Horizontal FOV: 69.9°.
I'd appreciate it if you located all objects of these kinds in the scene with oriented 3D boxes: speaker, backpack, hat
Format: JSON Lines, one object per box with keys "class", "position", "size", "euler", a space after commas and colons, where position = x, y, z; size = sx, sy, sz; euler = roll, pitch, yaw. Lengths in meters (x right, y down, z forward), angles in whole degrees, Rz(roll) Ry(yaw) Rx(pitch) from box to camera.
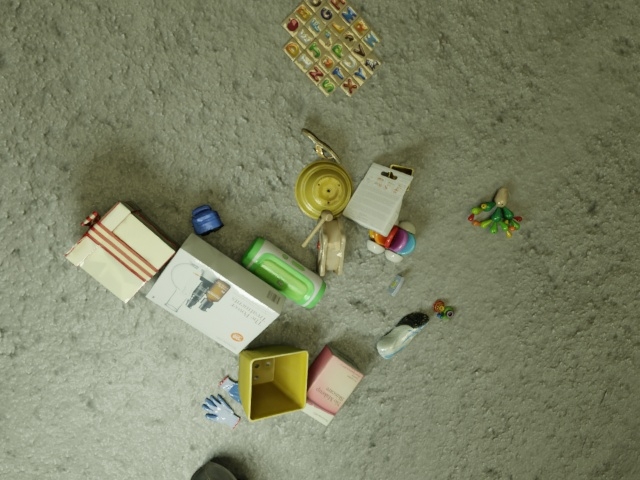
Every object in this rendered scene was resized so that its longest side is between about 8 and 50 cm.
{"class": "speaker", "position": [-0.129, 0.115, 1.611], "size": [0.297, 0.131, 0.131], "euler": [36, 90, -12]}
{"class": "backpack", "position": [-0.390, -0.066, 1.544], "size": [0.098, 0.120, 0.101], "euler": [-28, 101, -5]}
{"class": "hat", "position": [-0.326, 0.937, 1.641], "size": [0.134, 0.332, 0.331], "euler": [4, 98, -49]}

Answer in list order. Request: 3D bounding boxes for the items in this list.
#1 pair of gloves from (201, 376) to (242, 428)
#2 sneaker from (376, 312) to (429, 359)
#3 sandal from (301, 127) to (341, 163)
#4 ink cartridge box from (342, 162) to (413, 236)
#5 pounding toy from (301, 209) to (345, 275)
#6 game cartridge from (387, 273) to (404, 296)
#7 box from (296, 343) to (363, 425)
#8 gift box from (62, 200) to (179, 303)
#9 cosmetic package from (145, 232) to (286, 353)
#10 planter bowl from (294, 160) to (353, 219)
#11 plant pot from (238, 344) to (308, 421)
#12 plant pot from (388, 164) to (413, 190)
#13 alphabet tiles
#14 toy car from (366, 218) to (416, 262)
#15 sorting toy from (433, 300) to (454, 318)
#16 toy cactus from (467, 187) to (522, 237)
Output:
{"class": "pair of gloves", "position": [-0.329, 0.592, 1.686], "size": [0.159, 0.023, 0.198], "euler": [39, 90, -14]}
{"class": "sneaker", "position": [0.319, 0.363, 1.753], "size": [0.237, 0.085, 0.086], "euler": [-35, 128, -8]}
{"class": "sandal", "position": [-0.002, -0.325, 1.613], "size": [0.180, 0.072, 0.049], "euler": [36, 105, -11]}
{"class": "ink cartridge box", "position": [0.208, -0.148, 1.625], "size": [0.224, 0.181, 0.056], "euler": [-59, 146, -6]}
{"class": "pounding toy", "position": [0.000, 0.000, 1.619], "size": [0.155, 0.154, 0.269], "euler": [0, 116, -10]}
{"class": "game cartridge", "position": [0.285, 0.169, 1.728], "size": [0.017, 0.056, 0.083], "euler": [30, 90, -20]}
{"class": "box", "position": [0.024, 0.529, 1.688], "size": [0.149, 0.127, 0.232], "euler": [36, 89, -13]}
{"class": "gift box", "position": [-0.635, 0.033, 1.442], "size": [0.258, 0.255, 0.276], "euler": [45, 79, -13]}
{"class": "cosmetic package", "position": [-0.349, 0.188, 1.526], "size": [0.377, 0.097, 0.284], "euler": [36, 126, -12]}
{"class": "planter bowl", "position": [0.022, -0.176, 1.621], "size": [0.217, 0.090, 0.217], "euler": [-1, 97, -11]}
{"class": "plant pot", "position": [-0.183, 0.468, 1.595], "size": [0.212, 0.187, 0.212], "euler": [-1, 98, -31]}
{"class": "plant pot", "position": [0.287, -0.224, 1.662], "size": [0.081, 0.083, 0.081], "euler": [13, 94, 8]}
{"class": "alphabet tiles", "position": [0.042, -0.685, 1.603], "size": [0.342, 0.011, 0.285], "euler": [44, 88, -12]}
{"class": "toy car", "position": [0.268, -0.008, 1.662], "size": [0.182, 0.136, 0.159], "euler": [26, 91, -12]}
{"class": "sorting toy", "position": [0.482, 0.278, 1.784], "size": [0.102, 0.042, 0.061], "euler": [33, 90, -13]}
{"class": "toy cactus", "position": [0.680, -0.114, 1.751], "size": [0.219, 0.112, 0.180], "euler": [16, 84, -3]}
